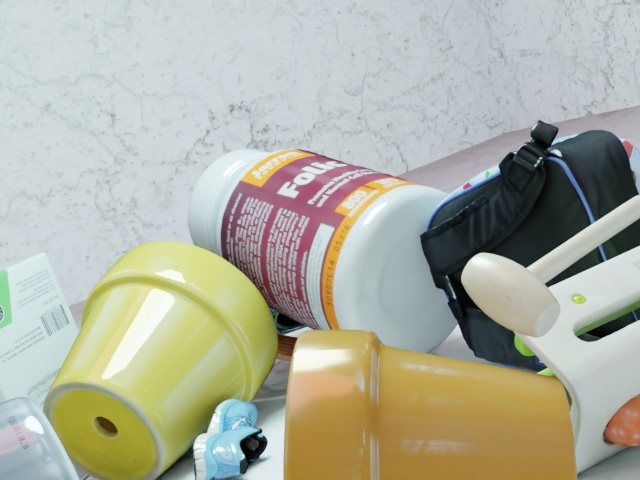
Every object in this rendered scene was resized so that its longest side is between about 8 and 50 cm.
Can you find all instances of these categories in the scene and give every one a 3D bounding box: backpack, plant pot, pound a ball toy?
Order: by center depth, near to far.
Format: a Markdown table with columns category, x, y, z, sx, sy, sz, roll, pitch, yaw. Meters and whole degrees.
| category | x | y | z | sx | sy | sz | roll | pitch | yaw |
| --- | --- | --- | --- | --- | --- | --- | --- | --- | --- |
| plant pot | 0.081 | 0.165 | 0.704 | 0.187 | 0.205 | 0.205 | -2 | 10 | 7 |
| pound a ball toy | 0.277 | 0.071 | 0.813 | 0.319 | 0.208 | 0.136 | -21 | 45 | -20 |
| backpack | 0.251 | 0.016 | 1.088 | 0.213 | 0.277 | 0.263 | -19 | 0 | -39 |
| plant pot | -0.212 | 0.165 | 1.227 | 0.254 | 0.254 | 0.239 | -14 | 24 | 30 |

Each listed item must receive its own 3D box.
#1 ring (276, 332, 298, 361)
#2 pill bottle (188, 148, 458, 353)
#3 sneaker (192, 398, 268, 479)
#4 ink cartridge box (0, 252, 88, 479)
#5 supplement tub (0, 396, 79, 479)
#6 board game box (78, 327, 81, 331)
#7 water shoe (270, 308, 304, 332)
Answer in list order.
| category | x | y | z | sx | sy | sz | roll | pitch | yaw |
| --- | --- | --- | --- | --- | --- | --- | --- | --- | --- |
| ring | -0.020 | 0.088 | 1.457 | 0.336 | 0.032 | 0.337 | 4 | 23 | -2 |
| pill bottle | 0.000 | 0.000 | 1.316 | 0.224 | 0.224 | 0.392 | -24 | 27 | -32 |
| sneaker | -0.093 | 0.234 | 1.130 | 0.073 | 0.063 | 0.162 | 1 | 16 | 9 |
| ink cartridge box | -0.402 | 0.187 | 1.287 | 0.121 | 0.289 | 0.211 | -19 | 7 | 18 |
| supplement tub | -0.372 | 0.285 | 0.872 | 0.316 | 0.194 | 0.193 | -23 | 9 | -26 |
| board game box | -0.277 | 0.177 | 1.516 | 0.303 | 0.098 | 0.224 | -24 | 22 | 7 |
| water shoe | -0.078 | 0.126 | 1.737 | 0.203 | 0.073 | 0.080 | -16 | 10 | 26 |
